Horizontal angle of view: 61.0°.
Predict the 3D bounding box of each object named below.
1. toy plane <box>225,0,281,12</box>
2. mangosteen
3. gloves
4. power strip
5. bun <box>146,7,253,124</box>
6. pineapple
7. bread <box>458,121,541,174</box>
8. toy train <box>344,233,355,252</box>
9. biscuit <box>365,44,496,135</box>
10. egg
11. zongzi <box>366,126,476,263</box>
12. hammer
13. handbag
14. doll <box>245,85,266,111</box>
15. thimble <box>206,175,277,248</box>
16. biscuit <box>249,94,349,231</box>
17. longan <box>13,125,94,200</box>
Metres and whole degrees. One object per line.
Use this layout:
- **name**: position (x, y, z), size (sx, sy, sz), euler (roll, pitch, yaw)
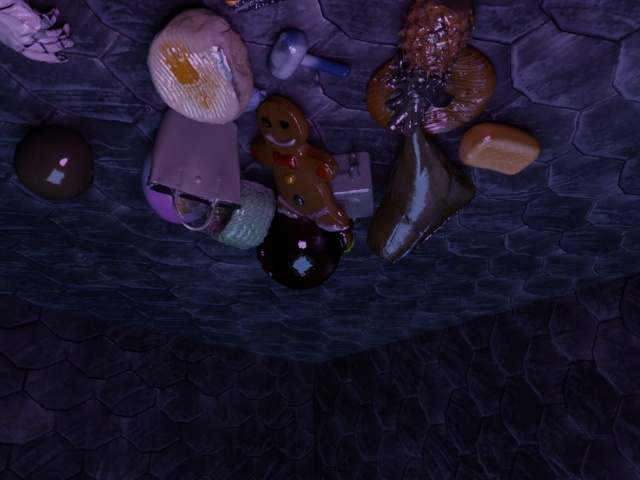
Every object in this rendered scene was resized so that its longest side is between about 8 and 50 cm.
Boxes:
- **toy plane**: position (-0.024, -0.499, 0.980), size (0.316, 0.103, 0.204), euler (-7, 156, -5)
- **mangosteen**: position (-0.040, 0.000, 1.780), size (0.347, 0.307, 0.307), euler (-27, 160, -19)
- **gloves**: position (-0.589, -0.425, 1.083), size (0.127, 0.111, 0.212), euler (-15, 143, 15)
- **power strip**: position (0.082, -0.171, 1.582), size (0.140, 0.139, 0.224), euler (-4, 154, 7)
- **bun**: position (-0.237, -0.368, 1.154), size (0.243, 0.153, 0.244), euler (16, 143, 13)
- **pineapple**: position (0.219, -0.360, 1.142), size (0.141, 0.170, 0.310), euler (-34, 155, -34)
- **bread**: position (0.484, -0.258, 1.478), size (0.217, 0.098, 0.147), euler (10, 150, -26)
- **toy train**: position (0.000, 0.000, 2.023), size (0.249, 0.053, 0.085), euler (5, 145, -12)
- **biscuit**: position (0.268, -0.358, 1.333), size (0.317, 0.040, 0.318), euler (-1, 154, 0)
- **egg**: position (-0.405, -0.162, 1.519), size (0.196, 0.196, 0.271), euler (-8, 151, 13)
- **zongzi**: position (0.225, -0.119, 1.527), size (0.356, 0.174, 0.393), euler (-47, 144, 11)
- **hammer**: position (-0.019, -0.398, 1.213), size (0.193, 0.070, 0.116), euler (7, 151, -27)
- **handbag**: position (-0.303, -0.178, 1.353), size (0.241, 0.315, 0.109), euler (13, 148, -28)
- **doll**: position (-0.225, -0.347, 1.307), size (0.179, 0.120, 0.075), euler (4, 111, 20)
- **thimble**: position (-0.241, -0.086, 1.667), size (0.150, 0.219, 0.219), euler (19, 147, -38)
- **biscuit**: position (-0.077, -0.192, 1.460), size (0.283, 0.064, 0.432), euler (19, 147, 28)
- **longan**: position (-0.694, -0.203, 1.424), size (0.196, 0.197, 0.220), euler (11, 160, -23)
